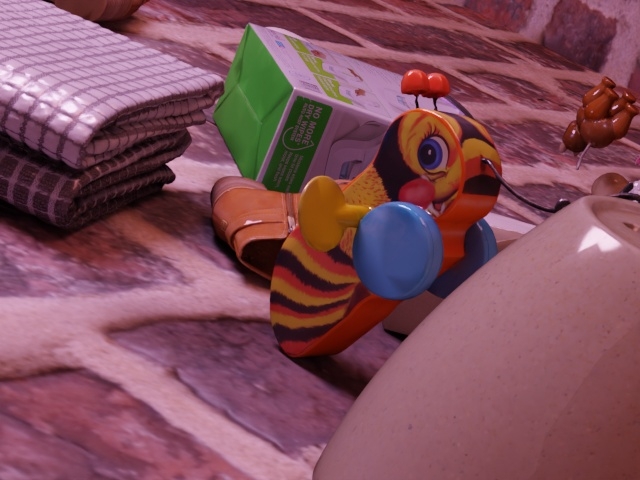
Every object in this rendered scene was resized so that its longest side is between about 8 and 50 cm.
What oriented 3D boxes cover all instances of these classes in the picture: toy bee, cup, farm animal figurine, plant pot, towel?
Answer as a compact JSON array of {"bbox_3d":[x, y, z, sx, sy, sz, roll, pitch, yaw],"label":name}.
[{"bbox_3d":[0.078,-0.034,1.139,0.195,0.298,0.162,30,41,-68],"label":"toy bee"},{"bbox_3d":[0.191,0.113,0.965,0.331,0.237,0.331,21,17,-7],"label":"cup"},{"bbox_3d":[0.435,-0.038,1.917,0.330,0.172,0.327,21,27,-33],"label":"farm animal figurine"},{"bbox_3d":[0.106,0.034,1.319,0.109,0.096,0.109,14,11,27],"label":"plant pot"},{"bbox_3d":[-0.246,-0.116,1.322,0.235,0.121,0.283,25,18,12],"label":"towel"}]

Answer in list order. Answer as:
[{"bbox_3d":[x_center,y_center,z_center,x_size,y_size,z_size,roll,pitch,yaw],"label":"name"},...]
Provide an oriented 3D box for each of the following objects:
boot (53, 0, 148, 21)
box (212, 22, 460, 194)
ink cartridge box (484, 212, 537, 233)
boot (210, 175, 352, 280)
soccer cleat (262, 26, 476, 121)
[{"bbox_3d":[-0.353,-0.379,2.002,0.283,0.109,0.220,26,18,4],"label":"boot"},{"bbox_3d":[0.028,-0.118,1.662,0.231,0.127,0.262,17,17,-20],"label":"box"},{"bbox_3d":[0.201,0.041,1.505,0.109,0.062,0.209,15,18,-23],"label":"ink cartridge box"},{"bbox_3d":[0.000,0.000,1.362,0.197,0.073,0.152,5,20,-15],"label":"boot"},{"bbox_3d":[0.042,-0.156,1.882,0.318,0.108,0.116,23,37,-7],"label":"soccer cleat"}]
